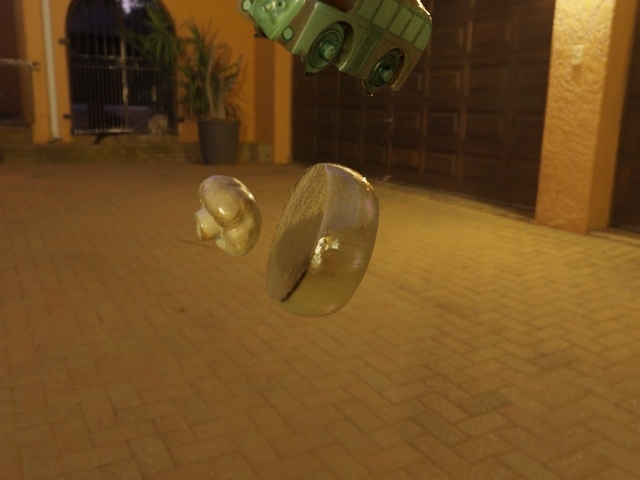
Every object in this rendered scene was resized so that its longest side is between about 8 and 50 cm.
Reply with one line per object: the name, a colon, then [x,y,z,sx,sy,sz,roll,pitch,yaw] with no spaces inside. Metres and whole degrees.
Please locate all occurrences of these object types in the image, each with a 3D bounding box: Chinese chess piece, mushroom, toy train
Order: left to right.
mushroom: [-0.163,-0.042,1.037,0.112,0.148,0.148,-18,20,-22]
Chinese chess piece: [0.000,0.000,0.956,0.097,0.251,0.251,19,7,-19]
toy train: [0.037,-0.301,0.811,0.129,0.159,0.326,45,25,24]
